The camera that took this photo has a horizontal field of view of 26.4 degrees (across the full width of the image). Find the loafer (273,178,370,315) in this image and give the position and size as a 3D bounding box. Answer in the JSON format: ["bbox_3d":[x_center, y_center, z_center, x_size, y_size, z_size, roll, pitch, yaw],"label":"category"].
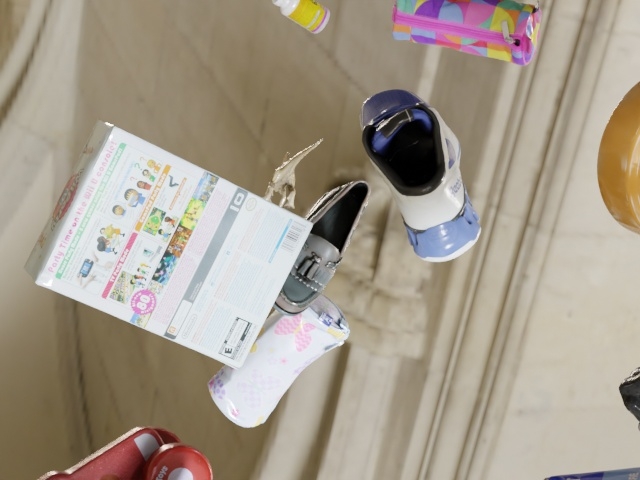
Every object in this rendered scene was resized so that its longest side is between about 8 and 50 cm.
[{"bbox_3d":[0.000,0.000,2.110,0.096,0.084,0.267,37,-130,-8],"label":"loafer"}]

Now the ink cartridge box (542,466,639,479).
[{"bbox_3d":[0.320,0.314,1.044,0.396,0.270,0.151,-10,-164,19],"label":"ink cartridge box"}]

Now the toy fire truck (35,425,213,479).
[{"bbox_3d":[-0.265,0.430,1.995,0.254,0.302,0.169,-30,-166,-18],"label":"toy fire truck"}]

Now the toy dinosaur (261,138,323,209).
[{"bbox_3d":[-0.056,-0.094,2.045,0.053,0.183,0.092,18,-113,-13],"label":"toy dinosaur"}]

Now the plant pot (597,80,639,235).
[{"bbox_3d":[0.445,-0.077,1.506,0.205,0.205,0.188,-2,-163,-27],"label":"plant pot"}]

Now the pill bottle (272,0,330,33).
[{"bbox_3d":[-0.030,-0.345,2.026,0.083,0.043,0.043,28,-164,-28],"label":"pill bottle"}]

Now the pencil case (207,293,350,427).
[{"bbox_3d":[-0.073,0.204,2.387,0.124,0.273,0.113,37,-162,-21],"label":"pencil case"}]

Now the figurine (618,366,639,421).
[{"bbox_3d":[0.472,0.106,1.573,0.092,0.209,0.215,44,-129,8],"label":"figurine"}]

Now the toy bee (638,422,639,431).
[{"bbox_3d":[0.563,0.147,1.884,0.298,0.195,0.162,-15,-140,35],"label":"toy bee"}]

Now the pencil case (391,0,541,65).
[{"bbox_3d":[0.224,-0.334,2.090,0.236,0.104,0.104,14,-156,21],"label":"pencil case"}]

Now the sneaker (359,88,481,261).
[{"bbox_3d":[0.127,-0.137,1.883,0.127,0.182,0.315,-22,-137,4],"label":"sneaker"}]

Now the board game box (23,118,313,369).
[{"bbox_3d":[-0.197,0.007,1.781,0.303,0.224,0.097,27,-179,-25],"label":"board game box"}]
